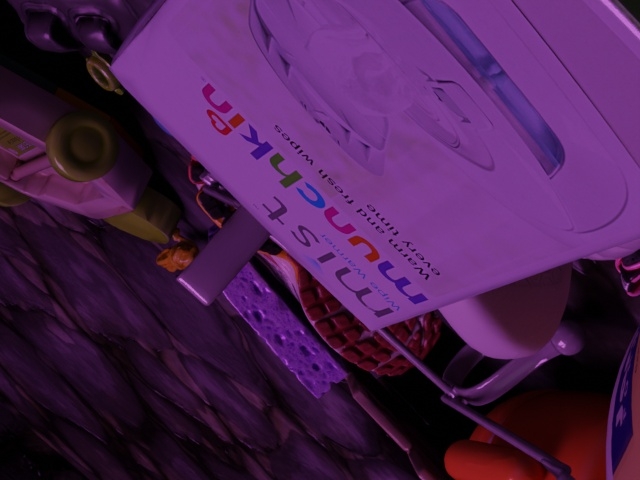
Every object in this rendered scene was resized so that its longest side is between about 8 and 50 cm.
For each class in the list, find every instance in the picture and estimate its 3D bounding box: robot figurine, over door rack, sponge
[{"bbox_3d":[0.173,0.160,1.119,0.219,0.158,0.128,0,112,63],"label":"robot figurine"},{"bbox_3d":[0.044,0.028,1.012,0.239,0.108,0.324,41,-172,-10],"label":"over door rack"},{"bbox_3d":[-0.035,0.043,1.315,0.117,0.031,0.210,48,-176,-10],"label":"sponge"}]

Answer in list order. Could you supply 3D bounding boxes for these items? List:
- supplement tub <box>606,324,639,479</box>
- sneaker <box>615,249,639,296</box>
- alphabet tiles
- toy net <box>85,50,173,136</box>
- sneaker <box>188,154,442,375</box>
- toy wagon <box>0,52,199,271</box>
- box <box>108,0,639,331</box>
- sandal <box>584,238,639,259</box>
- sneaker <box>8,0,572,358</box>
[{"bbox_3d":[0.231,0.057,0.614,0.241,0.241,0.331,38,160,16],"label":"supplement tub"},{"bbox_3d":[0.165,0.001,0.907,0.119,0.057,0.047,24,155,47],"label":"sneaker"},{"bbox_3d":[0.135,0.215,1.330,0.342,0.011,0.285,46,-178,-8],"label":"alphabet tiles"},{"bbox_3d":[-0.115,-0.150,1.168,0.122,0.045,0.232,39,159,18],"label":"toy net"},{"bbox_3d":[0.000,0.000,1.222,0.225,0.088,0.093,48,-179,-13],"label":"sneaker"},{"bbox_3d":[-0.244,-0.079,1.462,0.344,0.068,0.267,29,166,-19],"label":"toy wagon"},{"bbox_3d":[0.091,-0.120,0.479,0.127,0.262,0.231,45,158,-6],"label":"box"},{"bbox_3d":[0.097,-0.085,0.815,0.169,0.102,0.416,60,172,-4],"label":"sandal"},{"bbox_3d":[-0.024,-0.078,0.644,0.147,0.104,0.295,-25,98,41],"label":"sneaker"}]
